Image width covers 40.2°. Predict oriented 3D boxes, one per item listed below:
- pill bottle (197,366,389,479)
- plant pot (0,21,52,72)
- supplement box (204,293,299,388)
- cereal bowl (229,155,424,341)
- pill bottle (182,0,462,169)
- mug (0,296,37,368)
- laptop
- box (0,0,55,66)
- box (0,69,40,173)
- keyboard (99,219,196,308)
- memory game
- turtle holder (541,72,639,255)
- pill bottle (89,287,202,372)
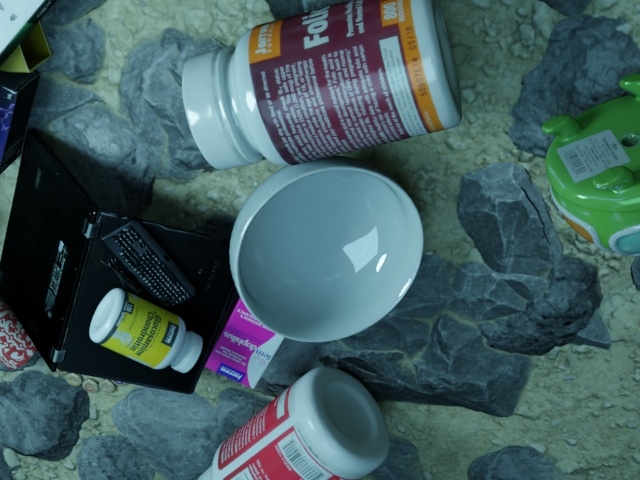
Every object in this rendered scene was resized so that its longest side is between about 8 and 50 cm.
[{"bbox_3d":[-0.073,0.453,1.786,0.229,0.229,0.408,40,119,-15],"label":"pill bottle"},{"bbox_3d":[-0.517,-0.329,1.465,0.083,0.081,0.081,-2,121,17],"label":"plant pot"},{"bbox_3d":[-0.124,0.161,1.683,0.111,0.114,0.220,25,124,-7],"label":"supplement box"},{"bbox_3d":[0.000,0.000,1.516,0.339,0.141,0.338,-9,121,-16],"label":"cereal bowl"},{"bbox_3d":[0.004,-0.241,1.349,0.392,0.224,0.224,-12,119,15],"label":"pill bottle"},{"bbox_3d":[-0.665,0.168,1.787,0.113,0.150,0.169,-39,123,-2],"label":"mug"},{"bbox_3d":[-0.393,0.051,1.651,0.408,0.236,0.382,45,126,30],"label":"laptop"},{"bbox_3d":[-0.513,-0.439,1.346,0.232,0.058,0.322,43,103,-11],"label":"box"},{"bbox_3d":[-0.646,-0.252,1.520,0.261,0.103,0.184,23,119,-5],"label":"box"},{"bbox_3d":[-0.303,0.057,1.508,0.100,0.038,0.192,-28,124,12],"label":"keyboard"},{"bbox_3d":[-0.489,0.254,1.857,0.186,0.012,0.186,4,122,6],"label":"memory game"},{"bbox_3d":[0.515,-0.116,1.366,0.320,0.243,0.227,-40,132,-14],"label":"turtle holder"},{"bbox_3d":[-0.304,0.165,1.545,0.184,0.103,0.103,30,122,-27],"label":"pill bottle"}]
